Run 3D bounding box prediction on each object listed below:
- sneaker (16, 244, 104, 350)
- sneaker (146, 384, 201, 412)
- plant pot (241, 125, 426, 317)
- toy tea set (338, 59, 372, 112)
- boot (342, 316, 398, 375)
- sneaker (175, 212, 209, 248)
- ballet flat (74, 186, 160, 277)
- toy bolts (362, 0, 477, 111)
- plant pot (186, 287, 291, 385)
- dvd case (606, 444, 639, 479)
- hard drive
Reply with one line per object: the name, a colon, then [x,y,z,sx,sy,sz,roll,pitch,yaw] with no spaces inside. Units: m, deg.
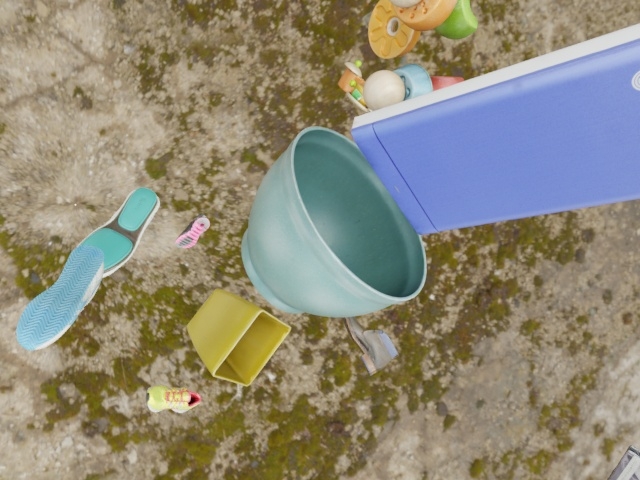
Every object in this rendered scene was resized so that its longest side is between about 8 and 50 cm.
sneaker: [-0.499,0.121,1.012,0.087,0.092,0.229,25,53,-2]
sneaker: [-0.457,0.490,1.612,0.208,0.094,0.082,34,41,-57]
plant pot: [0.000,0.000,0.811,0.293,0.196,0.293,32,39,-31]
toy tea set: [0.190,-0.403,1.479,0.336,0.200,0.124,42,109,1]
boot: [0.143,0.278,1.531,0.106,0.082,0.219,-24,84,-7]
sneaker: [-0.347,-0.028,1.390,0.119,0.057,0.047,-40,129,12]
ballet flat: [-0.621,0.000,1.577,0.139,0.139,0.401,44,42,-21]
toy bolts: [0.111,-0.286,0.760,0.158,0.218,0.229,-8,102,-40]
plant pot: [-0.247,0.258,1.464,0.212,0.187,0.212,-52,151,-7]
dvd case: [0.539,0.406,0.746,0.018,0.221,0.165,-39,141,-28]
hard drive: [0.223,-0.103,0.597,0.210,0.318,0.040,48,44,-39]
